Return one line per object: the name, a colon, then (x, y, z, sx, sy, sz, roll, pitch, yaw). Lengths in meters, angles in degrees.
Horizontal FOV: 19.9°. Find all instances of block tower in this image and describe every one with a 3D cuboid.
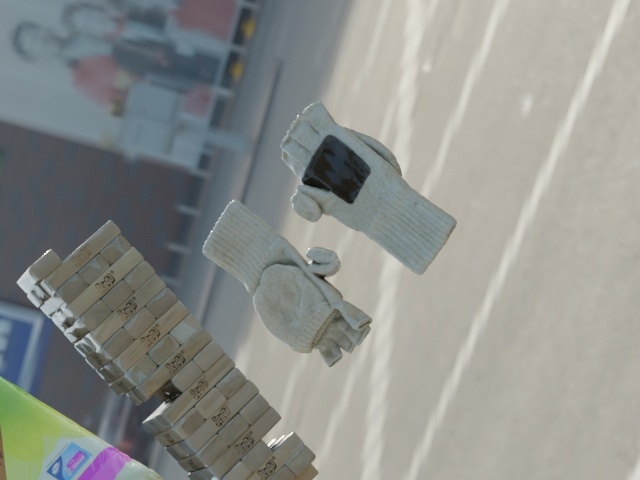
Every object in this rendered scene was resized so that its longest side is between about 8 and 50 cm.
block tower: (-0.144, 0.130, 1.762, 0.097, 0.335, 0.091, -44, 3, -21)

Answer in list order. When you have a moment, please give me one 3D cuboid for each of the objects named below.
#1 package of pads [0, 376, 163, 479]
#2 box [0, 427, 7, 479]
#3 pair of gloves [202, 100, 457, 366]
package of pads: (-0.317, 0.301, 1.956, 0.229, 0.296, 0.101, -51, -45, -15)
box: (-0.354, 0.159, 1.587, 0.091, 0.130, 0.170, -35, 47, 23)
pair of gloves: (0.000, 0.000, 1.859, 0.240, 0.204, 0.042, -49, -12, 28)
